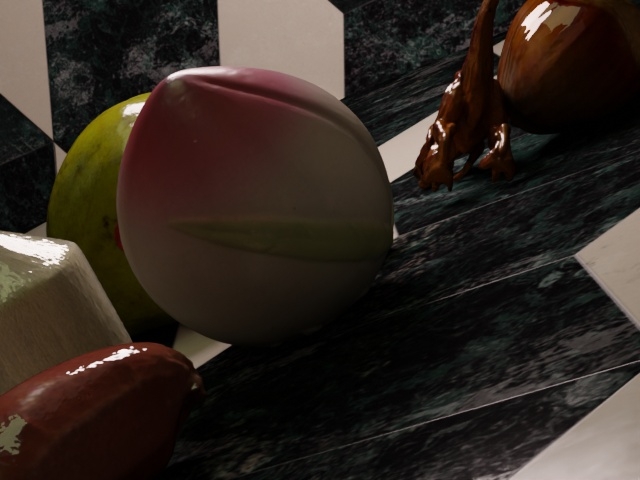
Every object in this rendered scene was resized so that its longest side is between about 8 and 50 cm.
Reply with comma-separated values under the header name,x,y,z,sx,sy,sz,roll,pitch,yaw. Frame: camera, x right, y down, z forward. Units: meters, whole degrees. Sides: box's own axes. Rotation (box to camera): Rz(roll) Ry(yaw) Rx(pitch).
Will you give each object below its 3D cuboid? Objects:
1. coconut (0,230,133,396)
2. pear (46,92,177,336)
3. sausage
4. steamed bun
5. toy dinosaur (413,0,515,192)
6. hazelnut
name,x,y,z,sx,sy,sz,roll,pitch,yaw
coconut,-0.331,0.103,1.773,0.237,0.266,0.237,-24,19,9
pear,-0.211,-0.021,2.138,0.375,0.287,0.287,-50,2,18
sausage,-0.215,0.178,1.475,0.148,0.148,0.254,-16,9,45
steamed bun,-0.084,-0.060,1.782,0.309,0.309,0.309,-25,10,5
toy dinosaur,0.194,-0.166,2.085,0.432,0.097,0.208,115,165,-49
hazelnut,0.322,-0.224,2.139,0.186,0.210,0.210,0,4,-14
